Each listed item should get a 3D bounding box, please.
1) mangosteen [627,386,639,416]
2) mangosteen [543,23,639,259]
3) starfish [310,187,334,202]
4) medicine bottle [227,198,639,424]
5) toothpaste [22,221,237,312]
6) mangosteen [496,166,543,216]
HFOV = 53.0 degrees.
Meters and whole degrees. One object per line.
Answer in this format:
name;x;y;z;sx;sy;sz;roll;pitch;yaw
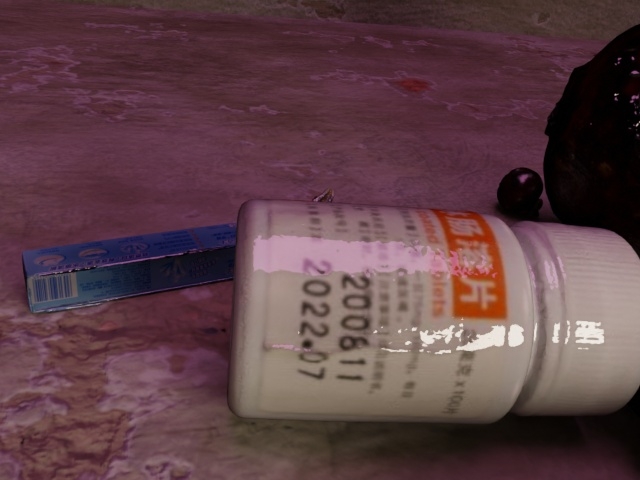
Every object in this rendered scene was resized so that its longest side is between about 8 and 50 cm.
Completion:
mangosteen;0.389;0.132;0.615;0.228;0.228;0.265;13;63;8
mangosteen;0.523;-0.104;0.920;0.421;0.381;0.381;51;36;-4
starfish;0.000;0.000;0.885;0.208;0.053;0.176;-10;44;-38
medicine bottle;0.099;0.071;0.630;0.371;0.211;0.211;3;30;-8
toothpaste;-0.214;0.029;0.788;0.272;0.053;0.066;-9;30;-27
mangosteen;0.342;-0.084;1.090;0.081;0.081;0.081;6;30;-3
